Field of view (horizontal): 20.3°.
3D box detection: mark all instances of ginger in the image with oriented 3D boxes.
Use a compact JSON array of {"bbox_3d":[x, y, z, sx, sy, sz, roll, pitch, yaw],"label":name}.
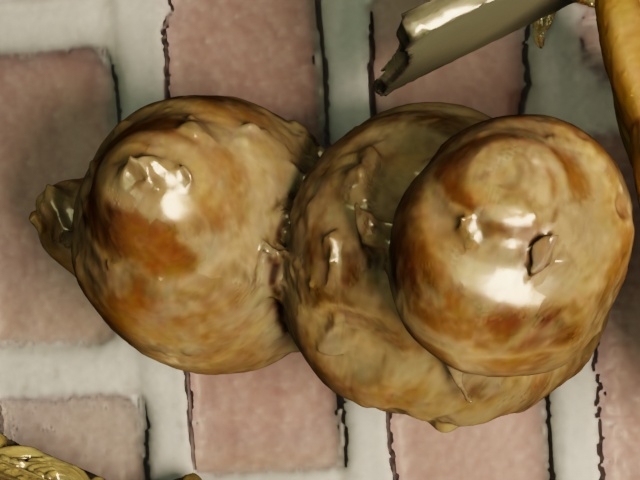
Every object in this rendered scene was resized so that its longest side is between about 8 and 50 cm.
[{"bbox_3d":[0.000,0.000,0.962,0.375,0.256,0.176,7,81,28],"label":"ginger"}]

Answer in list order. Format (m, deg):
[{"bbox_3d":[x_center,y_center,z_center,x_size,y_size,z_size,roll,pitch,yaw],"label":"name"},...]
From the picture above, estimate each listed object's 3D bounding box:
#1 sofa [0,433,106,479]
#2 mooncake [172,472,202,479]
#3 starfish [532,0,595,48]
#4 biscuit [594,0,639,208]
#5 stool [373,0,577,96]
[{"bbox_3d":[-0.172,0.255,1.001,0.200,0.182,0.258,22,118,12],"label":"sofa"},{"bbox_3d":[-0.162,0.045,1.072,0.057,0.150,0.347,-36,69,0],"label":"mooncake"},{"bbox_3d":[0.129,-0.156,1.018,0.086,0.016,0.092,1,98,13],"label":"starfish"},{"bbox_3d":[0.180,-0.015,0.908,0.041,0.203,0.260,-13,106,18],"label":"biscuit"},{"bbox_3d":[0.098,-0.248,0.906,0.269,0.170,0.244,-26,86,-5],"label":"stool"}]
